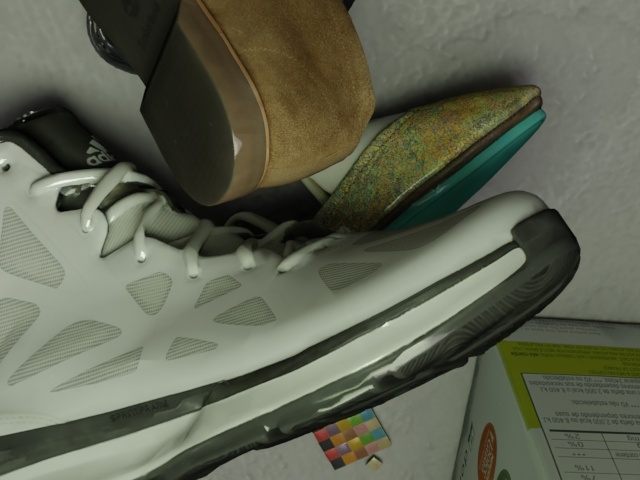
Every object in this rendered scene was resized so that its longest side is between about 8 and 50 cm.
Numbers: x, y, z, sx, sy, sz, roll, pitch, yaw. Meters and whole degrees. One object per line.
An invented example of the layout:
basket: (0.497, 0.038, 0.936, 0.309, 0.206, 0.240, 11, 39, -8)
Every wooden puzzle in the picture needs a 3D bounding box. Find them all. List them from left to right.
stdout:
wooden puzzle: (0.022, 0.146, 1.106, 0.049, 0.006, 0.083, -25, 115, 7)

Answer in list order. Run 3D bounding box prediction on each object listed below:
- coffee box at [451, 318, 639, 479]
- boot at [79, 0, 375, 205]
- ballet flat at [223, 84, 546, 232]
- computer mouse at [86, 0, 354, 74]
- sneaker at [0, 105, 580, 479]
coffee box: (0.276, 0.283, 1.013, 0.338, 0.334, 0.338, 4, 116, -7)
boot: (-0.072, -0.164, 0.846, 0.115, 0.305, 0.112, -16, 161, -32)
ballet flat: (0.000, 0.000, 0.984, 0.123, 0.123, 0.348, 36, 106, -20)
computer mouse: (-0.042, -0.205, 0.908, 0.184, 0.060, 0.262, 22, 109, 7)
sneaker: (-0.086, 0.009, 0.871, 0.447, 0.169, 0.257, -25, 81, 20)
